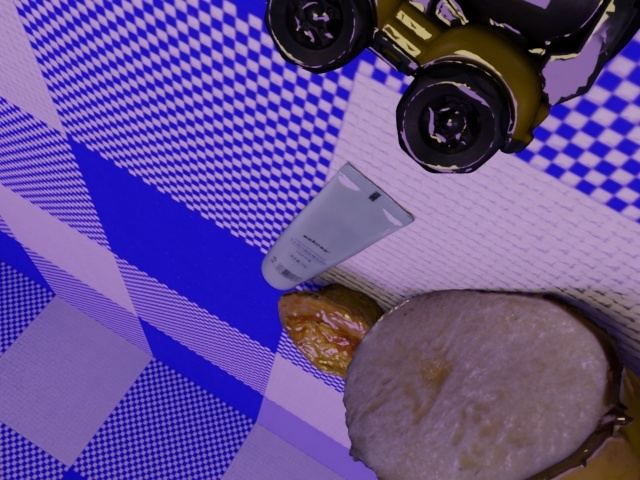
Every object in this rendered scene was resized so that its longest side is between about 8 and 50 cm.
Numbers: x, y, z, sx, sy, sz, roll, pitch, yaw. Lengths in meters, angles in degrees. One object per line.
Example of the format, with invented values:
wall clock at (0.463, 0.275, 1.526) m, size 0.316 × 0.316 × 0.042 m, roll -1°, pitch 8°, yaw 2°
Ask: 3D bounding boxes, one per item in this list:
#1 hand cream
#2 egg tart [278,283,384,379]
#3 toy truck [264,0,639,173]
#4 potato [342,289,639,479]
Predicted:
hand cream at (0.000, 0.000, 0.821) m, size 0.109 × 0.067 × 0.321 m, roll 39°, pitch 147°, yaw -8°
egg tart at (0.039, 0.149, 0.959) m, size 0.241 × 0.106 × 0.241 m, roll 26°, pitch 149°, yaw 17°
toy truck at (0.084, -0.166, 0.388) m, size 0.224 × 0.147 × 0.165 m, roll 37°, pitch 129°, yaw -1°
potato at (0.245, 0.255, 0.713) m, size 0.397 × 0.289 × 0.296 m, roll -12°, pitch 129°, yaw 50°
